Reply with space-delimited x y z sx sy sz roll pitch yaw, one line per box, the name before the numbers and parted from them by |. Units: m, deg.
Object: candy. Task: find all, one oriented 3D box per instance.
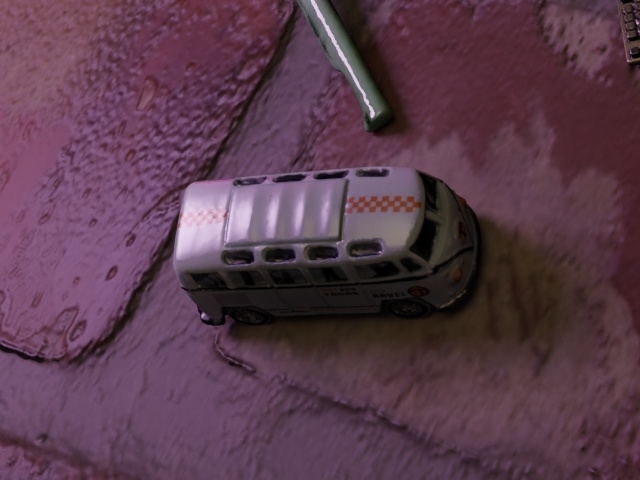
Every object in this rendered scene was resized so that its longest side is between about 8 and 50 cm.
candy | -0.045 -0.258 1.090 0.119 0.119 0.440 -31 62 7

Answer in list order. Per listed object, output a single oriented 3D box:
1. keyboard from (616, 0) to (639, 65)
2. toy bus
keyboard | 0.218 -0.174 0.962 0.049 0.015 0.129 -12 59 18
toy bus | 0.000 0.000 0.925 0.194 0.089 0.087 -3 63 22
